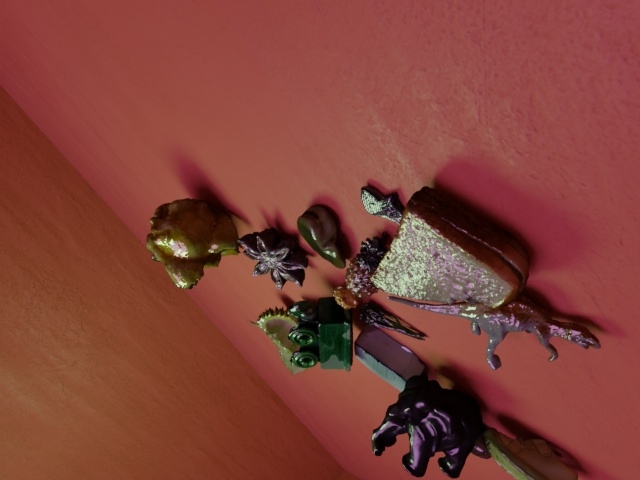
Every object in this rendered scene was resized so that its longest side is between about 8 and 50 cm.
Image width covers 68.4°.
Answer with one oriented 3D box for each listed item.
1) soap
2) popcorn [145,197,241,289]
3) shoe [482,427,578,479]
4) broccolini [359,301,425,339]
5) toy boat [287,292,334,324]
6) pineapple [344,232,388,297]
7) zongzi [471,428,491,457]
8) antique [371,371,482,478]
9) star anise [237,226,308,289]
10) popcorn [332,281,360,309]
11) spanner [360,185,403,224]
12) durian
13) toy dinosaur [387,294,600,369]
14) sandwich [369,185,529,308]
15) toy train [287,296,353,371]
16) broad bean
[{"bbox_3d":[0.208,0.376,1.486,0.230,0.091,0.145,30,150,25],"label":"soap"},{"bbox_3d":[-0.424,-0.019,1.635,0.325,0.321,0.290,-6,110,37],"label":"popcorn"},{"bbox_3d":[0.564,0.603,1.272,0.262,0.128,0.140,38,147,34],"label":"shoe"},{"bbox_3d":[0.209,0.234,1.350,0.201,0.058,0.074,15,159,20],"label":"broccolini"},{"bbox_3d":[-0.014,0.242,1.601,0.293,0.108,0.099,-24,78,56],"label":"toy boat"},{"bbox_3d":[0.120,0.058,1.141,0.108,0.108,0.198,36,146,15],"label":"pineapple"},{"bbox_3d":[0.465,0.620,1.507,0.189,0.081,0.178,34,163,32],"label":"zongzi"},{"bbox_3d":[0.319,0.527,1.356,0.322,0.255,0.185,17,-157,-22],"label":"antique"},{"bbox_3d":[-0.139,0.042,1.477,0.236,0.109,0.223,25,145,8],"label":"star anise"},{"bbox_3d":[0.078,0.158,1.371,0.082,0.083,0.057,18,168,-22],"label":"popcorn"},{"bbox_3d":[0.212,-0.010,0.990,0.325,0.026,0.093,40,151,6],"label":"spanner"},{"bbox_3d":[-0.116,0.392,1.876,0.158,0.169,0.352,9,136,50],"label":"durian"},{"bbox_3d":[0.335,0.163,0.967,0.393,0.092,0.205,24,147,21],"label":"toy dinosaur"},{"bbox_3d":[0.241,0.058,0.923,0.254,0.099,0.288,35,145,10],"label":"sandwich"},{"bbox_3d":[0.001,0.290,1.470,0.201,0.145,0.266,-2,129,2],"label":"toy train"},{"bbox_3d":[0.002,-0.002,1.247,0.153,0.072,0.207,39,158,39],"label":"broad bean"}]
